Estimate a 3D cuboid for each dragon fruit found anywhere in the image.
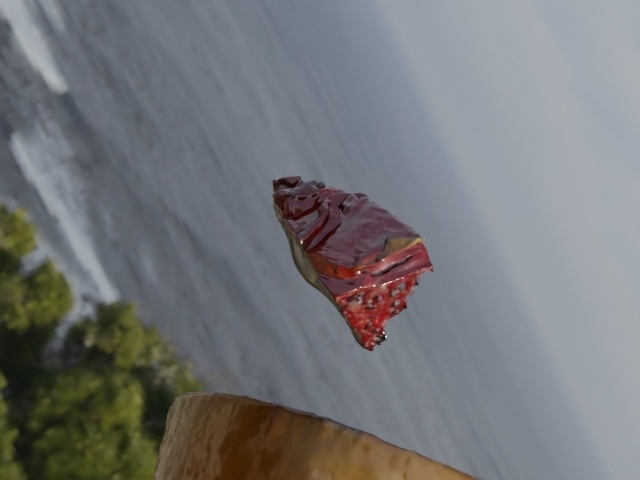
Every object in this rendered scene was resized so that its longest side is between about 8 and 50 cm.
[{"bbox_3d":[-0.003,0.001,0.982,0.131,0.063,0.097,55,-41,32],"label":"dragon fruit"}]

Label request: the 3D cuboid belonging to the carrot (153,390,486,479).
[{"bbox_3d":[-0.011,0.205,0.607,0.254,0.196,0.196,-69,154,-19],"label":"carrot"}]
